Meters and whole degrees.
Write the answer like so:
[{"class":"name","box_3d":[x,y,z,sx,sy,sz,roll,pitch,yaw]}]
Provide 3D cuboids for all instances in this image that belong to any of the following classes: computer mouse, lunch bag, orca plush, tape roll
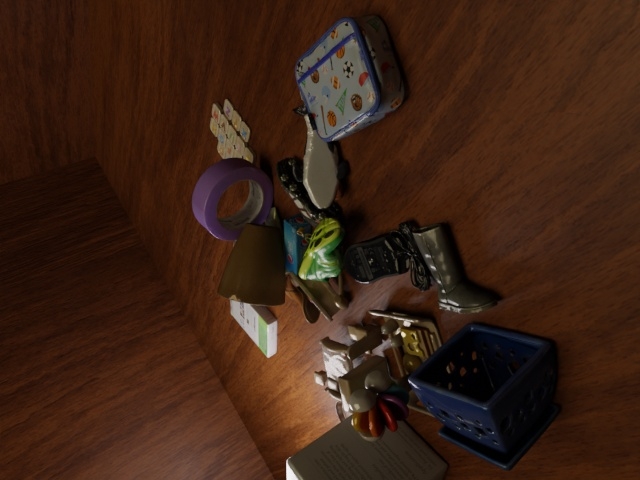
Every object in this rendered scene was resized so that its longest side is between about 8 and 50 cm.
[{"class":"computer mouse","box_3d":[0.180,0.050,1.452,0.272,0.072,0.189,-12,100,47]},{"class":"lunch bag","box_3d":[0.054,-0.381,1.281,0.303,0.114,0.243,-15,97,59]},{"class":"orca plush","box_3d":[-0.015,-0.234,1.511,0.102,0.151,0.287,-105,-8,-81]},{"class":"tape roll","box_3d":[-0.296,-0.140,1.842,0.090,0.274,0.275,37,140,40]}]

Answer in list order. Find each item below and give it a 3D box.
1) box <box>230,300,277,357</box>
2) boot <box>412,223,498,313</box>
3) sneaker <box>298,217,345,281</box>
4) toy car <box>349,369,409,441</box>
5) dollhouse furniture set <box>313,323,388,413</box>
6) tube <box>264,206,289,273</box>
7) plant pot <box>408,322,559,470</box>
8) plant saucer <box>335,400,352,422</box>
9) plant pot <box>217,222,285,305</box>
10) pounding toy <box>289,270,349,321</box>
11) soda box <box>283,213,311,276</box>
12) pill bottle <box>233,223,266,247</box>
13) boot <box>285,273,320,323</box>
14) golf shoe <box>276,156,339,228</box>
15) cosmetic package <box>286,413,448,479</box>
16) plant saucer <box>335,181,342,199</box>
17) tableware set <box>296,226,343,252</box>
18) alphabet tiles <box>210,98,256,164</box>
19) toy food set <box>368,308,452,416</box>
[{"class":"box","box_3d":[-0.307,0.345,2.437,0.322,0.058,0.232,43,144,35]},{"class":"boot","box_3d":[0.310,0.062,1.259,0.189,0.076,0.209,-5,101,56]},{"class":"sneaker","box_3d":[0.024,0.032,1.567,0.123,0.110,0.295,18,149,-6]},{"class":"toy car","box_3d":[0.174,0.458,1.473,0.136,0.182,0.159,5,124,43]},{"class":"dollhouse furniture set","box_3d":[0.034,0.412,1.775,0.355,0.173,0.304,7,112,48]},{"class":"tube","box_3d":[-0.150,0.001,1.942,0.062,0.070,0.240,-37,-71,-77]},{"class":"plant pot","box_3d":[0.378,0.349,1.202,0.236,0.236,0.212,6,124,56]},{"class":"plant saucer","box_3d":[0.120,0.676,2.037,0.168,0.029,0.169,36,138,40]},{"class":"plant pot","box_3d":[-0.220,0.073,1.856,0.237,0.237,0.255,14,97,53]},{"class":"pounding toy","box_3d":[0.031,0.153,1.752,0.269,0.155,0.154,46,174,46]},{"class":"soda box","box_3d":[-0.076,0.019,1.821,0.071,0.067,0.210,38,141,38]},{"class":"pill bottle","box_3d":[-0.254,0.000,2.046,0.193,0.108,0.108,-28,87,60]},{"class":"boot","box_3d":[-0.074,0.209,1.959,0.152,0.072,0.197,-21,82,59]},{"class":"golf shoe","box_3d":[-0.054,-0.132,1.646,0.273,0.105,0.120,54,155,19]},{"class":"cosmetic package","box_3d":[0.138,0.798,1.735,0.329,0.393,0.328,41,142,37]},{"class":"plant saucer","box_3d":[0.038,-0.159,1.564,0.083,0.013,0.084,36,138,40]},{"class":"tableware set","box_3d":[0.000,0.000,1.641,0.154,0.024,0.104,23,158,14]},{"class":"alphabet tiles","box_3d":[-0.324,-0.365,1.975,0.284,0.021,0.278,53,148,18]},{"class":"toy food set","box_3d":[0.252,0.344,1.521,0.219,0.092,0.306,-1,112,58]}]
